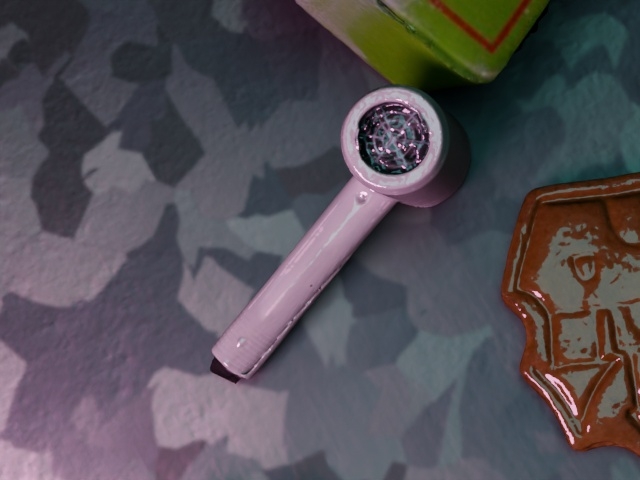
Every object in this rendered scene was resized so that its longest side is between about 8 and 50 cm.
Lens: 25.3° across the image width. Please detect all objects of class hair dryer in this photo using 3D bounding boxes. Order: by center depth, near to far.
[{"bbox_3d":[0.000,0.000,0.935,0.073,0.131,0.236,44,98,9],"label":"hair dryer"}]

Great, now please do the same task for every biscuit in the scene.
[{"bbox_3d":[0.216,0.059,0.938,0.182,0.034,0.215,-9,77,3],"label":"biscuit"}]

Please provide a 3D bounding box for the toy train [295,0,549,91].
[{"bbox_3d":[0.077,-0.263,0.929,0.249,0.173,0.307,37,82,-15],"label":"toy train"}]
